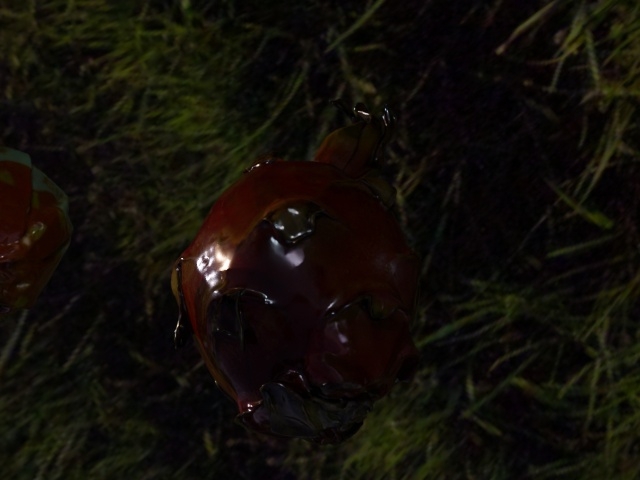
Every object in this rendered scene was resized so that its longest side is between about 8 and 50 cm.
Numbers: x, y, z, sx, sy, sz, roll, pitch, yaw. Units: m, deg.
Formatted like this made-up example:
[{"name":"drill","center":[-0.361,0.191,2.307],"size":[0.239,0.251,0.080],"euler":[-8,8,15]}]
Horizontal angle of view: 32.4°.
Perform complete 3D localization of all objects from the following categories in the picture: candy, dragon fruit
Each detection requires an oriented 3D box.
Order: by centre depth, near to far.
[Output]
[{"name":"candy","center":[-0.150,0.052,0.434],"size":[0.078,0.287,0.084],"euler":[29,115,-23]},{"name":"dragon fruit","center":[0.000,0.000,0.597],"size":[0.125,0.246,0.125],"euler":[32,136,-12]}]
